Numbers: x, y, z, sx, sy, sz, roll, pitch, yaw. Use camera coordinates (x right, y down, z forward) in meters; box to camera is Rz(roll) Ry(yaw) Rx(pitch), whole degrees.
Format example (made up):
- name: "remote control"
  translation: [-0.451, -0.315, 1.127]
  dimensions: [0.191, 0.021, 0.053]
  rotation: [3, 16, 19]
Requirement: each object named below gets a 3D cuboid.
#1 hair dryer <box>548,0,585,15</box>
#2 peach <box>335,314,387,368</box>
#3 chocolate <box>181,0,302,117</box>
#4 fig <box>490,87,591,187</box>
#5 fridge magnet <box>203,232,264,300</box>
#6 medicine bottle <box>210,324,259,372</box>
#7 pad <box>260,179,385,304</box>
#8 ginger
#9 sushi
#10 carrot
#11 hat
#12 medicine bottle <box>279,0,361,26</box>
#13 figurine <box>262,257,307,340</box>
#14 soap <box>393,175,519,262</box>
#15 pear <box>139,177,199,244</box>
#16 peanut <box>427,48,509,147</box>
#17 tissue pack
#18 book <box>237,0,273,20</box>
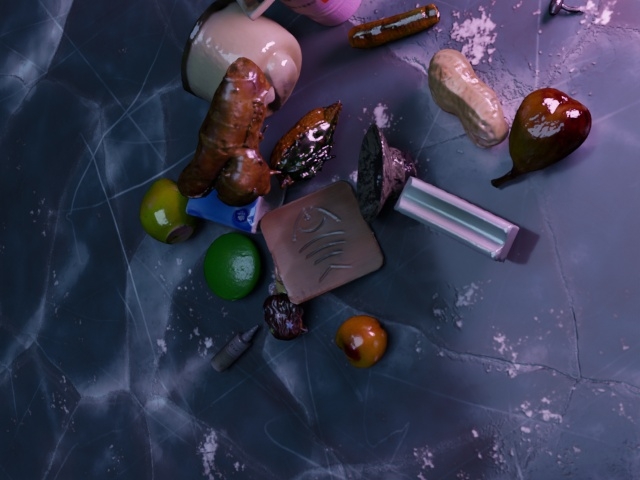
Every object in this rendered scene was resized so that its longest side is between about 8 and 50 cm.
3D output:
- name: "hair dryer"
  translation: [0.598, -0.571, 1.536]
  dimensions: [0.083, 0.031, 0.079]
  rotation: [24, 90, 15]
- name: "peach"
  translation: [0.112, 0.265, 1.696]
  dimensions: [0.138, 0.138, 0.138]
  rotation: [-2, 86, 30]
- name: "chocolate"
  translation: [-0.201, -0.493, 1.845]
  dimensions: [0.297, 0.326, 0.314]
  rotation: [36, 98, 9]
- name: "fig"
  translation: [0.499, -0.226, 1.509]
  dimensions: [0.170, 0.145, 0.274]
  rotation: [50, 122, 24]
- name: "fridge magnet"
  translation: [-0.266, 0.079, 1.943]
  dimensions: [0.208, 0.088, 0.208]
  rotation: [-2, 86, 29]
- name: "medicine bottle"
  translation: [-0.251, 0.319, 1.936]
  dimensions: [0.199, 0.058, 0.057]
  rotation: [-44, 67, 20]
- name: "pad"
  translation: [0.000, 0.000, 1.774]
  dimensions: [0.287, 0.018, 0.284]
  rotation: [-24, 74, 2]
- name: "ginger"
  translation: [-0.208, -0.263, 1.685]
  dimensions: [0.254, 0.176, 0.418]
  rotation: [19, 113, -10]
- name: "sushi"
  translation: [-0.028, -0.257, 1.805]
  dimensions: [0.287, 0.149, 0.140]
  rotation: [-44, 36, -7]
- name: "carrot"
  translation: [0.199, -0.580, 1.737]
  dimensions: [0.260, 0.070, 0.070]
  rotation: [-10, 82, 28]
- name: "hat"
  translation: [0.183, -0.175, 1.674]
  dimensions: [0.128, 0.265, 0.265]
  rotation: [-4, 83, -11]
- name: "medicine bottle"
  translation: [-0.050, -0.730, 1.703]
  dimensions: [0.219, 0.388, 0.219]
  rotation: [-3, 84, 29]
- name: "figurine"
  translation: [-0.095, 0.165, 1.824]
  dimensions: [0.175, 0.116, 0.240]
  rotation: [0, 86, 29]
- name: "soap"
  translation: [0.337, -0.053, 1.559]
  dimensions: [0.289, 0.173, 0.095]
  rotation: [30, 101, 28]
- name: "pear"
  translation: [-0.486, -0.096, 2.030]
  dimensions: [0.187, 0.187, 0.219]
  rotation: [-45, 65, 20]
- name: "peanut"
  translation: [0.363, -0.353, 1.592]
  dimensions: [0.130, 0.130, 0.290]
  rotation: [-42, 68, 21]
- name: "tissue pack"
  translation: [-0.248, -0.139, 1.915]
  dimensions: [0.263, 0.146, 0.198]
  rotation: [17, 96, 29]
- name: "book"
  translation: [-0.158, -0.686, 1.522]
  dimensions: [0.202, 0.027, 0.264]
  rotation: [-40, 70, 22]
